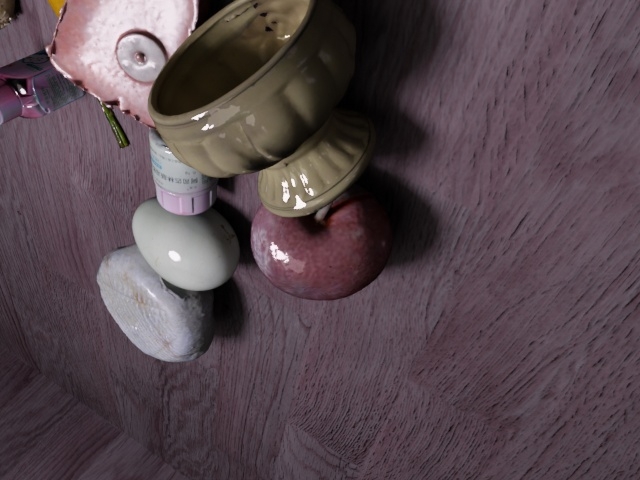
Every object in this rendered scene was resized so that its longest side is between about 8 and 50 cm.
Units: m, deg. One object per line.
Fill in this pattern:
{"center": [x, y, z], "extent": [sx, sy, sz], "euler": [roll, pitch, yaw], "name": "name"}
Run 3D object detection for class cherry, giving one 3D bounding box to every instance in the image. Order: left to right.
{"center": [0.000, 0.000, 0.989], "extent": [0.235, 0.213, 0.285], "euler": [23, 156, 1], "name": "cherry"}

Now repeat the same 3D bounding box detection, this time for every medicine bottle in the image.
{"center": [-0.599, -0.314, 1.203], "extent": [0.119, 0.188, 0.095], "euler": [22, 137, 28], "name": "medicine bottle"}
{"center": [-0.263, -0.149, 1.139], "extent": [0.135, 0.135, 0.169], "euler": [27, 139, 15], "name": "medicine bottle"}

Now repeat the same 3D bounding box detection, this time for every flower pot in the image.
{"center": [-0.063, -0.191, 0.842], "extent": [0.307, 0.308, 0.244], "euler": [1, 145, 37], "name": "flower pot"}

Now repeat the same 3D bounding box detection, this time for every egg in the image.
{"center": [-0.292, 0.000, 1.253], "extent": [0.264, 0.183, 0.183], "euler": [34, 140, 19], "name": "egg"}

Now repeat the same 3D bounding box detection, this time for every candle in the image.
{"center": [-0.298, -0.327, 0.970], "extent": [0.286, 0.131, 0.317], "euler": [-9, 124, 11], "name": "candle"}

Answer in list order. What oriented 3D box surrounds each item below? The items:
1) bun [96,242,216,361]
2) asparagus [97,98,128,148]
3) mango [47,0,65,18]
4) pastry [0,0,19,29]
{"center": [-0.385, 0.140, 1.441], "extent": [0.354, 0.194, 0.355], "euler": [24, 137, 24], "name": "bun"}
{"center": [-0.472, -0.304, 1.249], "extent": [0.023, 0.022, 0.233], "euler": [21, 139, 48], "name": "asparagus"}
{"center": [-0.409, -0.419, 1.034], "extent": [0.147, 0.109, 0.227], "euler": [8, 139, 24], "name": "mango"}
{"center": [-0.698, -0.514, 1.188], "extent": [0.165, 0.088, 0.166], "euler": [21, 134, 23], "name": "pastry"}
